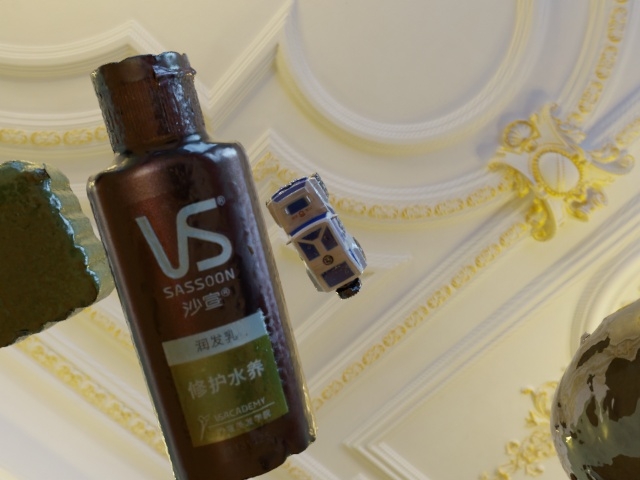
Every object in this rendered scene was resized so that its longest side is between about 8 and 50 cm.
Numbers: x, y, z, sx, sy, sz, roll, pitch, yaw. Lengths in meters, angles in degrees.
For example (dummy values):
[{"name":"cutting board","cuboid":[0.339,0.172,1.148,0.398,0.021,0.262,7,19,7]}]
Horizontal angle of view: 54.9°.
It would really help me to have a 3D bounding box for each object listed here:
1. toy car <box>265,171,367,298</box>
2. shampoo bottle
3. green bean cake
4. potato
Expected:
[{"name":"toy car","cuboid":[0.000,0.000,0.807,0.080,0.070,0.171,-29,-76,8]},{"name":"shampoo bottle","cuboid":[-0.095,0.023,0.481,0.129,0.084,0.323,-15,-80,-16]},{"name":"green bean cake","cuboid":[-0.476,0.024,0.952,0.246,0.156,0.250,-27,-84,-6]},{"name":"potato","cuboid":[0.235,0.097,0.355,0.164,0.165,0.262,25,-42,-7]}]
